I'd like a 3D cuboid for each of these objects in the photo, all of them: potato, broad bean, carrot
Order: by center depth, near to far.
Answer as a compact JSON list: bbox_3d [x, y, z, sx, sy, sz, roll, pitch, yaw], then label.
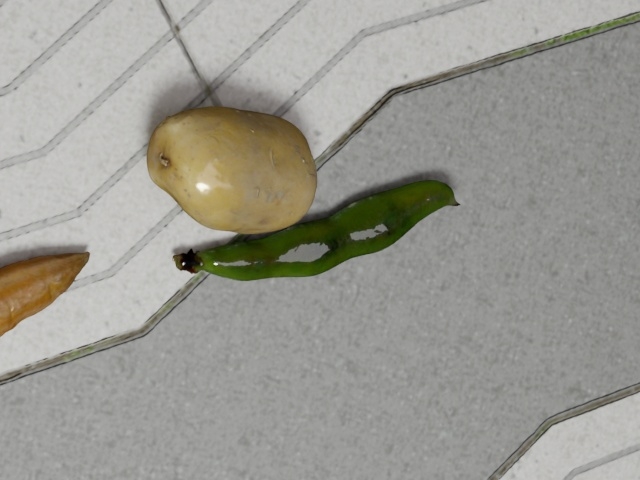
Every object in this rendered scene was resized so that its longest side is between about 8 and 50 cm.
[{"bbox_3d":[-0.300,0.058,1.656,0.205,0.072,0.072,-28,108,-24],"label":"carrot"},{"bbox_3d":[-0.079,-0.065,1.693,0.178,0.118,0.109,7,132,-35],"label":"potato"},{"bbox_3d":[0.001,0.001,1.769,0.297,0.043,0.060,-17,95,-17],"label":"broad bean"}]
